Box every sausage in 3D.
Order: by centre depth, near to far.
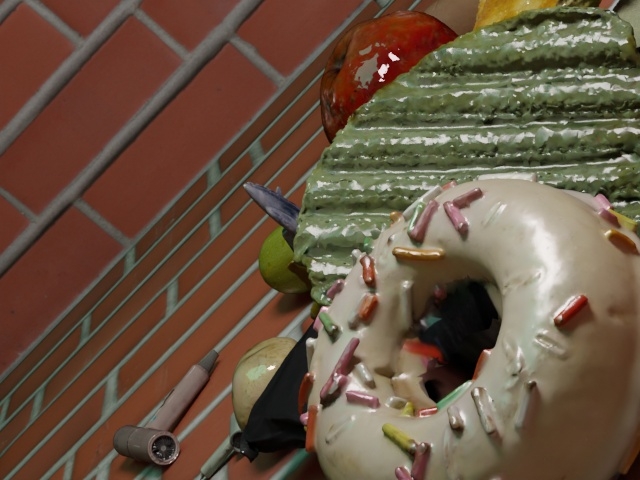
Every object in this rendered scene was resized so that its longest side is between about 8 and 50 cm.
[{"bbox_3d":[0.282,-0.385,2.437,0.253,0.123,0.123,-30,23,50],"label":"sausage"}]

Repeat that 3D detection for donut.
[{"bbox_3d":[0.133,0.102,1.358,0.382,0.142,0.383,-29,44,32],"label":"donut"}]

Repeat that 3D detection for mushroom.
[{"bbox_3d":[-0.060,0.195,1.933,0.112,0.148,0.148,-4,26,7],"label":"mushroom"}]

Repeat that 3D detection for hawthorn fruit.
[{"bbox_3d":[0.124,-0.212,2.228,0.258,0.258,0.262,-49,45,-6],"label":"hawthorn fruit"}]

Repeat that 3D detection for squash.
[{"bbox_3d":[-0.031,0.025,2.290,0.186,0.123,0.123,-34,20,51],"label":"squash"}]

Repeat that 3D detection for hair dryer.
[{"bbox_3d":[-0.133,0.290,2.056,0.124,0.038,0.063,-50,14,15],"label":"hair dryer"},{"bbox_3d":[-0.216,0.260,2.357,0.220,0.054,0.195,-46,14,-19],"label":"hair dryer"}]

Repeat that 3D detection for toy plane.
[{"bbox_3d":[0.001,-0.007,1.982,0.212,0.267,0.088,-41,22,26],"label":"toy plane"}]

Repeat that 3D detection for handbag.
[{"bbox_3d":[0.037,0.137,1.812,0.191,0.075,0.332,-8,38,49],"label":"handbag"}]

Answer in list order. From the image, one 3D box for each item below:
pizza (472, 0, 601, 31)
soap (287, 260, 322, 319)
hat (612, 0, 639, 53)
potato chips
[{"bbox_3d":[0.283,-0.271,1.748,0.287,0.075,0.280,-36,28,38],"label":"pizza"},{"bbox_3d":[0.139,-0.018,1.744,0.259,0.143,0.281,6,46,29],"label":"soap"},{"bbox_3d":[0.443,-0.249,1.622,0.257,0.130,0.257,-41,16,14],"label":"hat"},{"bbox_3d":[0.169,-0.069,1.582,0.429,0.070,0.358,-4,67,25],"label":"potato chips"}]
